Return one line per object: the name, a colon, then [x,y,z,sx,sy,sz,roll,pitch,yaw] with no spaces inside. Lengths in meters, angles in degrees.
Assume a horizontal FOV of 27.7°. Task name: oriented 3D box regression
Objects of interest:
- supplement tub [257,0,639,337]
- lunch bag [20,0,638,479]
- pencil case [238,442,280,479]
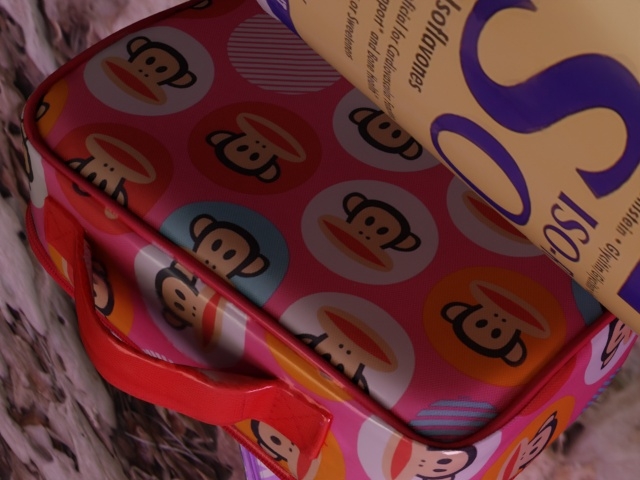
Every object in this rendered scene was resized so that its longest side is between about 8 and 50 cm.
supplement tub: [0.155,-0.079,0.405,0.331,0.241,0.241,43,143,16]
lunch bag: [0.000,0.000,0.634,0.293,0.258,0.120,38,142,22]
pencil case: [-0.028,0.119,0.916,0.086,0.088,0.206,21,134,41]
